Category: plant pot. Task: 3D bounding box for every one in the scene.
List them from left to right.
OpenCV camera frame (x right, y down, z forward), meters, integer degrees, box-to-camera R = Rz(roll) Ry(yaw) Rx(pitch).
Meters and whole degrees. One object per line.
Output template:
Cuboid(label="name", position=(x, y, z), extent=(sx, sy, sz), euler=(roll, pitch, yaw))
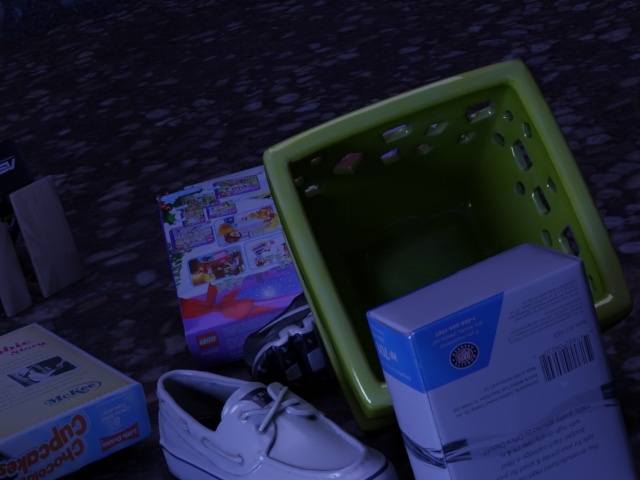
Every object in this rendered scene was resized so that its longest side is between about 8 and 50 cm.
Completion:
Cuboid(label="plant pot", position=(0.093, 0.020, 1.545), extent=(0.227, 0.228, 0.207), euler=(-20, -16, -8))

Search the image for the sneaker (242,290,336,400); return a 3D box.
Cuboid(label="sneaker", position=(0.030, 0.069, 1.718), extent=(0.234, 0.078, 0.106), euler=(-24, 23, -16))

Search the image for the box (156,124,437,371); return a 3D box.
Cuboid(label="box", position=(0.000, 0.000, 1.852), extent=(0.293, 0.057, 0.201), euler=(-16, 44, 0))

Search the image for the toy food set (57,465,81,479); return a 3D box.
Cuboid(label="toy food set", position=(-0.244, 0.198, 1.668), extent=(0.078, 0.019, 0.122), euler=(-21, 17, -15))

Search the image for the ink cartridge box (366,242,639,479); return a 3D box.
Cuboid(label="ink cartridge box", position=(0.129, 0.117, 1.334), extent=(0.139, 0.191, 0.082), euler=(-22, 19, -18))

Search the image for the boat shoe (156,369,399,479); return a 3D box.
Cuboid(label="boat shoe", position=(-0.043, 0.154, 1.523), extent=(0.096, 0.088, 0.267), euler=(-26, 22, -28))

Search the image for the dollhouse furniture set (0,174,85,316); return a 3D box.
Cuboid(label="dollhouse furniture set", position=(-0.377, 0.008, 2.135), extent=(0.144, 0.123, 0.151), euler=(-31, 24, -37))

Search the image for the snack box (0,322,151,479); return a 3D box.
Cuboid(label="snack box", position=(-0.327, 0.172, 1.622), extent=(0.322, 0.060, 0.187), euler=(-22, 27, -31))

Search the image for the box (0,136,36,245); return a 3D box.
Cuboid(label="box", position=(-0.459, 0.001, 2.147), extent=(0.270, 0.060, 0.216), euler=(-26, -13, -24))
